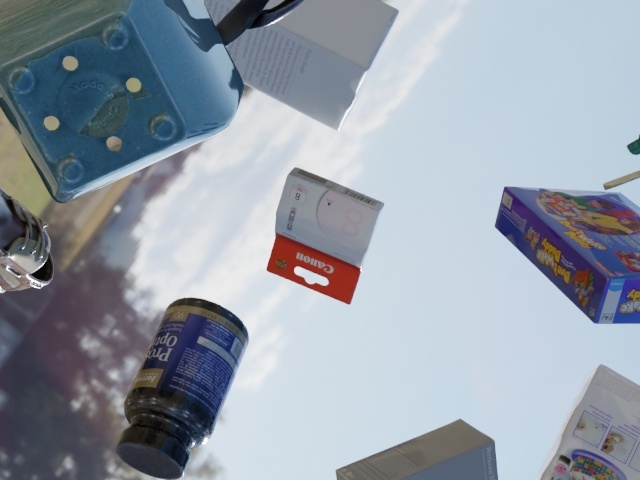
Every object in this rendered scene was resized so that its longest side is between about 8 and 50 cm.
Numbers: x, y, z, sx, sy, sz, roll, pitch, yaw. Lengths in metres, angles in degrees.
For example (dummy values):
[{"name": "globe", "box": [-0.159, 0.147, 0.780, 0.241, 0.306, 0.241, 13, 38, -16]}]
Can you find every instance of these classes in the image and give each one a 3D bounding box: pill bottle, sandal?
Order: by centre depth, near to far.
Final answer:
[{"name": "sandal", "box": [-0.063, -0.286, 1.574, 0.254, 0.054, 0.097, -43, -174, 16]}, {"name": "pill bottle", "box": [-0.182, 0.194, 1.682, 0.123, 0.122, 0.219, -43, -159, 54]}]

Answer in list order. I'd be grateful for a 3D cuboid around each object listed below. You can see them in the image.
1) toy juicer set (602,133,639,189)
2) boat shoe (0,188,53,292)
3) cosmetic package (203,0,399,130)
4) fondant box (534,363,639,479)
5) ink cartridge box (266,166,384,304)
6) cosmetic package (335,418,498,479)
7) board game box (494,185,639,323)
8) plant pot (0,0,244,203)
[{"name": "toy juicer set", "box": [0.585, -0.185, 1.979, 0.209, 0.089, 0.329, -16, 167, -22]}, {"name": "boat shoe", "box": [-0.440, -0.010, 1.820, 0.324, 0.116, 0.123, 102, -9, -73]}, {"name": "cosmetic package", "box": [-0.109, -0.413, 2.383, 0.161, 0.453, 0.230, -62, 180, -28]}, {"name": "fondant box", "box": [0.525, 0.424, 2.305, 0.330, 0.238, 0.096, -59, 177, -19]}, {"name": "ink cartridge box", "box": [0.000, 0.000, 2.434, 0.066, 0.189, 0.232, -44, 155, -66]}, {"name": "cosmetic package", "box": [0.151, 0.377, 1.956, 0.238, 0.127, 0.107, -18, -158, -21]}, {"name": "board game box", "box": [0.462, 0.019, 2.066, 0.347, 0.233, 0.078, -126, -138, -58]}, {"name": "plant pot", "box": [-0.234, -0.180, 1.369, 0.247, 0.247, 0.252, -24, -158, 4]}]
